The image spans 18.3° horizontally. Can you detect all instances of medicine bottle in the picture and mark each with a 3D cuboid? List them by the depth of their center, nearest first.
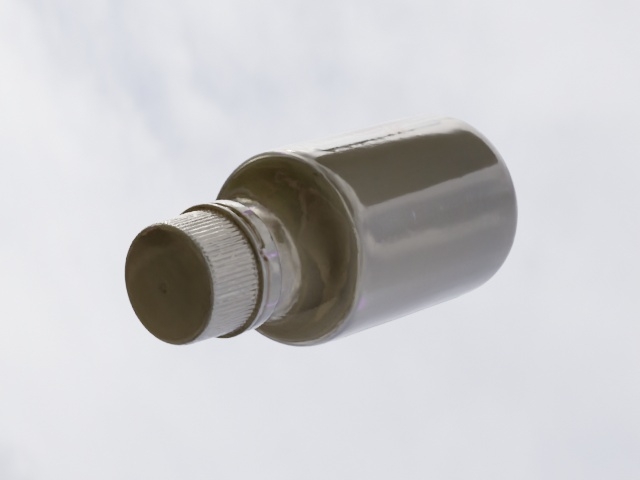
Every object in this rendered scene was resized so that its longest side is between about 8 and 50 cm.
[{"bbox_3d":[0.000,0.000,1.111,0.114,0.252,0.114,12,-71,37],"label":"medicine bottle"}]
